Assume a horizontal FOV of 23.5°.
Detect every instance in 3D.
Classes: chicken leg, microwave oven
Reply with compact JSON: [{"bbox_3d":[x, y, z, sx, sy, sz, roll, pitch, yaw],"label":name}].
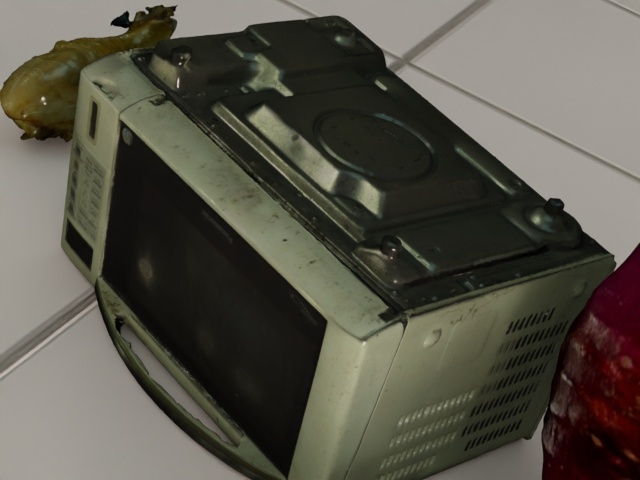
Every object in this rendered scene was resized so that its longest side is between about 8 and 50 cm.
[{"bbox_3d":[-0.232,-0.171,1.599,0.088,0.103,0.228,6,33,46],"label":"chicken leg"},{"bbox_3d":[0.000,0.000,1.353,0.333,0.247,0.394,-15,46,-40],"label":"microwave oven"}]

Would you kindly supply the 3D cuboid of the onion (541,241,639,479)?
[{"bbox_3d":[0.325,0.128,1.239,0.398,0.398,0.420,2,19,-26],"label":"onion"}]
